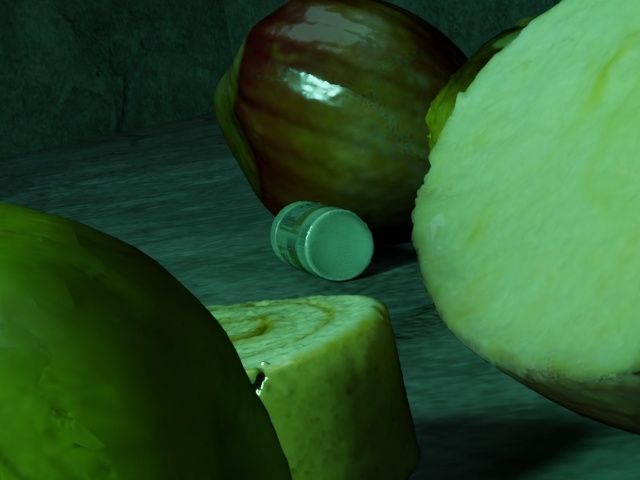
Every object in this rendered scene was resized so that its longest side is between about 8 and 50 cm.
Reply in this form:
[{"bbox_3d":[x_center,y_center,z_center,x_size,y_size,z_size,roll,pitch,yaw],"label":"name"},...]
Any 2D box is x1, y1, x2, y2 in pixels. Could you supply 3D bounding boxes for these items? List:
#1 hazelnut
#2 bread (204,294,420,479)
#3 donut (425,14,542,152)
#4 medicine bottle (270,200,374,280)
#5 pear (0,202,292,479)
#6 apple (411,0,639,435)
[{"bbox_3d":[0.031,-0.076,1.212,0.181,0.181,0.212,-32,-10,2],"label":"hazelnut"},{"bbox_3d":[-0.045,0.070,0.585,0.149,0.073,0.122,-6,13,38],"label":"bread"},{"bbox_3d":[0.212,-0.070,0.970,0.330,0.160,0.330,-4,14,1],"label":"donut"},{"bbox_3d":[0.000,0.000,1.115,0.047,0.047,0.083,-11,8,-16],"label":"medicine bottle"},{"bbox_3d":[-0.084,0.064,0.363,0.162,0.149,0.149,-5,8,11],"label":"pear"},{"bbox_3d":[0.192,-0.038,0.597,0.293,0.163,0.251,-48,27,8],"label":"apple"}]
